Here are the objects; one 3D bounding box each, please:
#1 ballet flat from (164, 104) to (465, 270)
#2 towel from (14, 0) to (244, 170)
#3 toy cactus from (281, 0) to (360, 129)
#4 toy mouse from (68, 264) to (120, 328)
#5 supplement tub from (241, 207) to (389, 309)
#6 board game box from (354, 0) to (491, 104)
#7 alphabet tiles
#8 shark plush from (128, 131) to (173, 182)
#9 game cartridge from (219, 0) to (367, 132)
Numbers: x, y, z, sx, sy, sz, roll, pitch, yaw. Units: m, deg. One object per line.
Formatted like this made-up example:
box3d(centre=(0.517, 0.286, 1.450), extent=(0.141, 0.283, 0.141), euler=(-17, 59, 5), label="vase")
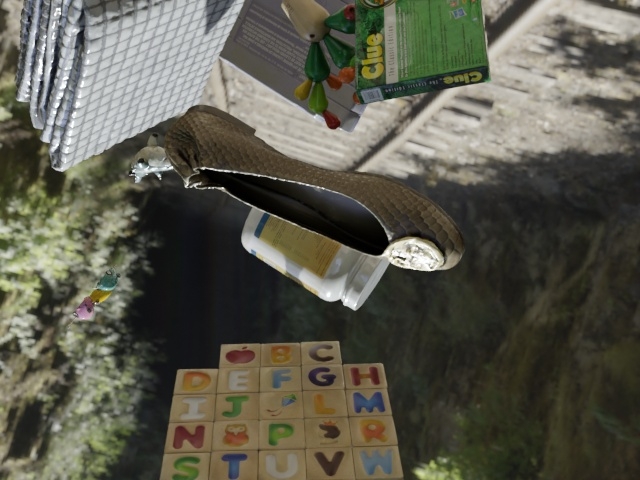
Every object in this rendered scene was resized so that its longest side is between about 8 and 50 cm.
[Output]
box3d(centre=(-0.009, -0.030, 0.680), extent=(0.250, 0.058, 0.084), euler=(25, 143, 4), label="ballet flat")
box3d(centre=(-0.209, -0.233, 0.970), extent=(0.121, 0.235, 0.284), euler=(49, 144, 9), label="towel")
box3d(centre=(0.010, -0.262, 1.201), extent=(0.180, 0.112, 0.219), euler=(48, 151, 8), label="toy cactus")
box3d(centre=(-0.426, 0.104, 1.686), extent=(0.031, 0.161, 0.143), euler=(39, 161, -7), label="toy mouse")
box3d(centre=(0.000, 0.000, 1.306), extent=(0.199, 0.144, 0.144), euler=(32, 179, 10), label="supplement tub")
box3d(centre=(0.103, -0.264, 0.935), extent=(0.136, 0.260, 0.030), euler=(-6, 149, 14), label="board game box")
box3d(centre=(-0.050, 0.228, 1.116), extent=(0.285, 0.011, 0.342), euler=(-2, -153, -2), label="alphabet tiles")
box3d(centre=(-0.327, -0.133, 1.676), extent=(0.067, 0.073, 0.161), euler=(32, 139, -20), label="shark plush")
box3d(centre=(-0.035, -0.360, 1.514), extent=(0.355, 0.230, 0.068), euler=(36, -161, 25), label="game cartridge")
